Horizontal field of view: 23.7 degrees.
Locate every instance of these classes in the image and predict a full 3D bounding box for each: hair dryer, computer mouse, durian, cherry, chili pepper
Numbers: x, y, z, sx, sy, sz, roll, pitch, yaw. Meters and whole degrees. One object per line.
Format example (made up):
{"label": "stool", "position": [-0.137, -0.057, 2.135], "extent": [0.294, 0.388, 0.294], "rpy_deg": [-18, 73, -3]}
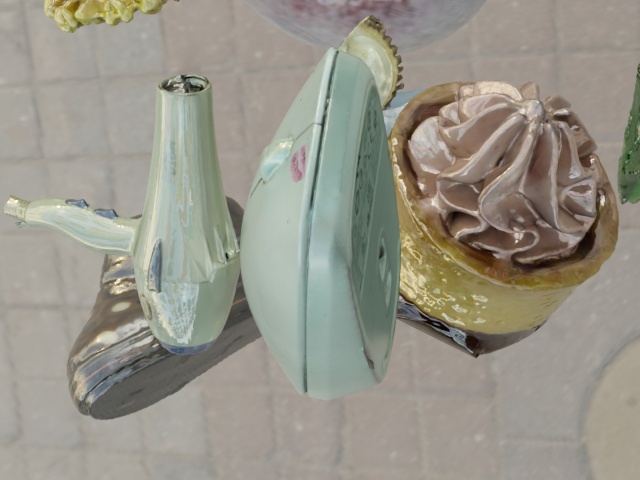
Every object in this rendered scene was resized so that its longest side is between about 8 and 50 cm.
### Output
{"label": "hair dryer", "position": [-0.194, -0.060, 1.600], "extent": [0.298, 0.119, 0.296], "rpy_deg": [34, 125, 15]}
{"label": "computer mouse", "position": [-0.006, 0.000, 0.988], "extent": [0.097, 0.288, 0.159], "rpy_deg": [5, 63, 12]}
{"label": "durian", "position": [0.038, -0.142, 1.369], "extent": [0.052, 0.066, 0.130], "rpy_deg": [37, 126, 27]}
{"label": "cherry", "position": [0.048, -0.348, 1.702], "extent": [0.335, 0.326, 0.291], "rpy_deg": [-14, 82, 2]}
{"label": "chili pepper", "position": [0.380, -0.119, 1.754], "extent": [0.216, 0.062, 0.108], "rpy_deg": [107, 160, -53]}

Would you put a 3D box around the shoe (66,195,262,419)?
{"label": "shoe", "position": [-0.227, 0.076, 2.139], "extent": [0.237, 0.384, 0.171], "rpy_deg": [48, 146, 18]}

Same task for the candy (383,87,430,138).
{"label": "candy", "position": [0.073, -0.072, 1.639], "extent": [0.138, 0.071, 0.174], "rpy_deg": [-9, 73, 9]}

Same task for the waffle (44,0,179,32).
{"label": "waffle", "position": [-0.211, -0.278, 1.619], "extent": [0.191, 0.191, 0.038], "rpy_deg": [-3, 130, 28]}

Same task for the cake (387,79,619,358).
{"label": "cake", "position": [0.141, -0.035, 1.154], "extent": [0.178, 0.185, 0.208], "rpy_deg": [130, 136, -60]}
